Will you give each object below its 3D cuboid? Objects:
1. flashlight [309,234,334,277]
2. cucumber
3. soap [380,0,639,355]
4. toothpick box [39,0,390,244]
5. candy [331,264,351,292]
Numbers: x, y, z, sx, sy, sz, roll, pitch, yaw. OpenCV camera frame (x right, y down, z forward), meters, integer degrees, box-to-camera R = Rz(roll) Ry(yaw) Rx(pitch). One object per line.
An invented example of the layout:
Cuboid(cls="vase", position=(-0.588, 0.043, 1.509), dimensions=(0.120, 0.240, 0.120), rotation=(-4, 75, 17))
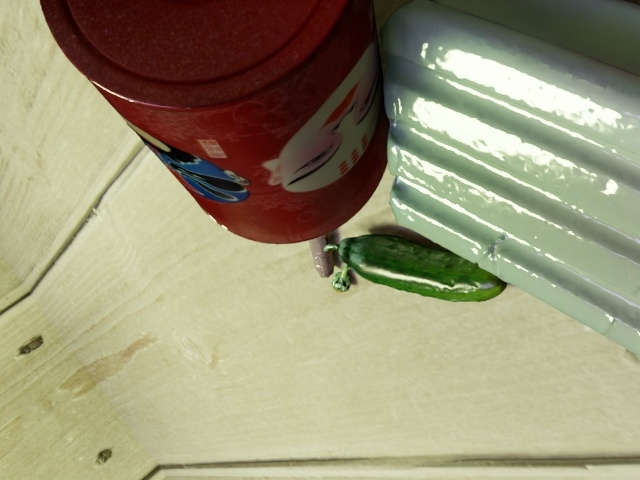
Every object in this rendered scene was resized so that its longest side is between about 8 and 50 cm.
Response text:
Cuboid(cls="flashlight", position=(0.000, 0.000, 1.103), dimensions=(0.052, 0.031, 0.110), rotation=(9, 140, 20))
Cuboid(cls="cucumber", position=(0.094, 0.027, 0.966), dimensions=(0.250, 0.056, 0.056), rotation=(15, 135, 48))
Cuboid(cls="soap", position=(0.202, -0.045, 0.642), dimensions=(0.347, 0.115, 0.208), rotation=(31, 145, 35))
Cuboid(cls="toothpick box", position=(-0.053, -0.132, 0.717), dimensions=(0.204, 0.204, 0.333), rotation=(44, 176, 15))
Cuboid(cls="candy", position=(0.028, 0.030, 1.110), dimensions=(0.023, 0.025, 0.083), rotation=(16, 134, 7))
